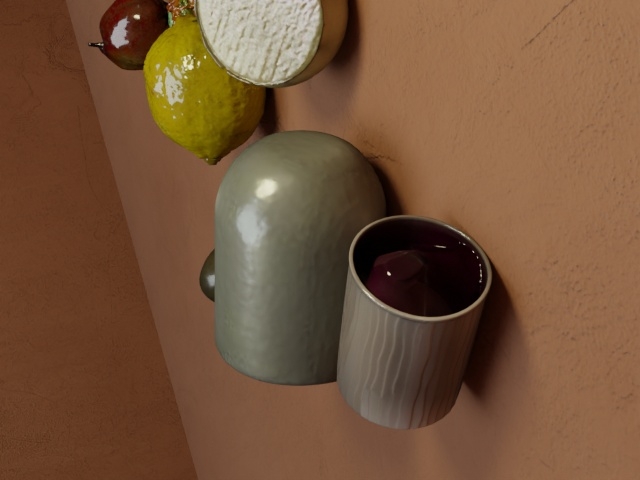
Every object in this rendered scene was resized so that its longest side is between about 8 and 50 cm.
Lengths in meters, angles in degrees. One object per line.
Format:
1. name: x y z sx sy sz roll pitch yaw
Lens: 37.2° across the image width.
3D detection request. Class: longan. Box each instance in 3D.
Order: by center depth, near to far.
1. longan: -0.203 0.080 2.270 0.189 0.189 0.189 167 90 -68

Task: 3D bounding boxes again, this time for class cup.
1. cup: 0.120 0.107 1.461 0.288 0.208 0.273 54 149 42

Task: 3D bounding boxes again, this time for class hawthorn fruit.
1. hawthorn fruit: -0.497 -0.550 2.512 0.208 0.248 0.208 -15 -90 -75

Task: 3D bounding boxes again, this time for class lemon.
1. lemon: -0.243 -0.326 2.035 0.268 0.268 0.322 37 137 58

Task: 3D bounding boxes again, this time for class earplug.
1. earplug: -0.038 0.009 1.655 0.312 0.312 0.394 -138 42 -54

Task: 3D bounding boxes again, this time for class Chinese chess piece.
1. Chinese chess piece: -0.084 -0.399 1.642 0.270 0.112 0.270 12 118 24

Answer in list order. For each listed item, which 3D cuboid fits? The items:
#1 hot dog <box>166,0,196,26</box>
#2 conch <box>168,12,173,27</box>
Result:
1. hot dog: -0.306 -0.516 2.258 0.158 0.117 0.349 38 135 56
2. conch: -0.348 -0.588 2.389 0.106 0.079 0.170 139 132 -58
